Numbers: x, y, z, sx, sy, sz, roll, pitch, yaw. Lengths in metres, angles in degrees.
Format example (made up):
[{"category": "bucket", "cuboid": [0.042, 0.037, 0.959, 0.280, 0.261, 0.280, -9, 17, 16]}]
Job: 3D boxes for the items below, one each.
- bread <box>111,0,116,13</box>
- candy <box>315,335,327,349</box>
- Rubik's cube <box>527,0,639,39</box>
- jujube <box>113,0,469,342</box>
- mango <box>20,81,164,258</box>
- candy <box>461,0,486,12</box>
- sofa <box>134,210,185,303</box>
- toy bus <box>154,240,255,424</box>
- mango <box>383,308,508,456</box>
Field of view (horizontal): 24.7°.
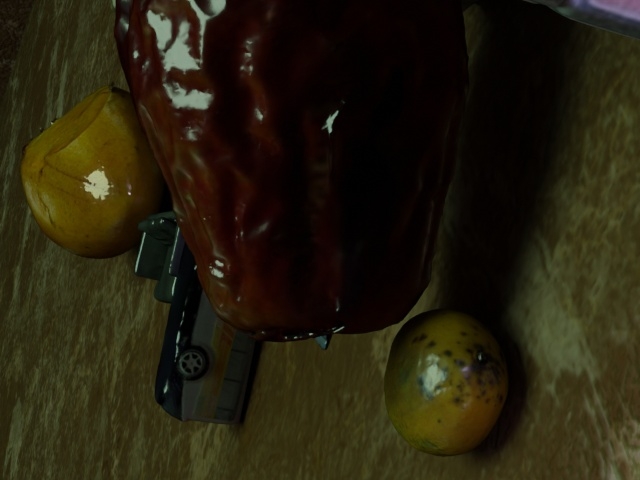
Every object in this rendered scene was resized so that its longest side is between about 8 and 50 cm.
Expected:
[{"category": "bread", "cuboid": [-0.129, -0.322, 1.473, 0.240, 0.135, 0.178, -108, 36, -60]}, {"category": "candy", "cuboid": [0.000, -0.001, 1.053, 0.088, 0.038, 0.136, 38, 121, 55]}, {"category": "Rubik's cube", "cuboid": [0.098, -0.239, 0.597, 0.259, 0.256, 0.253, -117, 44, -62]}, {"category": "jujube", "cuboid": [-0.015, -0.091, 0.805, 0.197, 0.197, 0.290, 171, 94, -69]}, {"category": "mango", "cuboid": [-0.241, -0.063, 1.624, 0.187, 0.138, 0.257, -53, 28, 11]}, {"category": "candy", "cuboid": [0.075, -0.190, 0.899, 0.110, 0.085, 0.095, -136, 51, -64]}, {"category": "sofa", "cuboid": [-0.143, 0.017, 1.399, 0.147, 0.060, 0.085, 179, 103, -70]}, {"category": "toy bus", "cuboid": [-0.083, 0.061, 1.182, 0.057, 0.072, 0.172, -165, 87, -72]}, {"category": "mango", "cuboid": [0.064, 0.076, 0.791, 0.114, 0.057, 0.078, 167, 111, -78]}]
